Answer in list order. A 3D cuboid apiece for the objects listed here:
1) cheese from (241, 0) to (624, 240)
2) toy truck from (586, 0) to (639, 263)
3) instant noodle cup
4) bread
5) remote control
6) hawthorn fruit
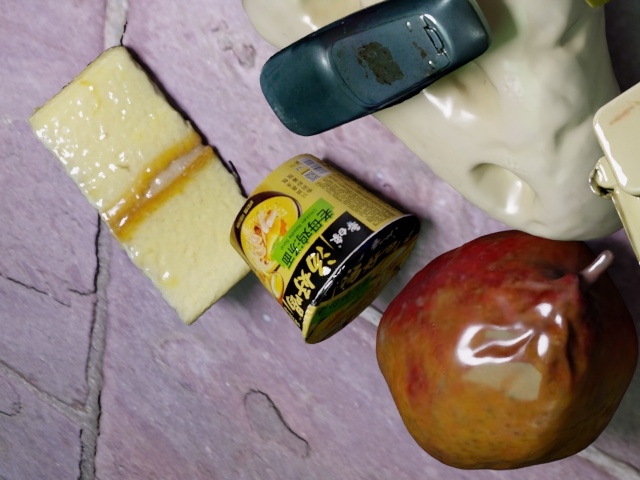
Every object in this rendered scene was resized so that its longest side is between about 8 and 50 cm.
[{"bbox_3d":[0.128,-0.179,1.018,0.351,0.129,0.328,39,143,8],"label":"cheese"},{"bbox_3d":[0.251,-0.112,0.794,0.254,0.180,0.405,-26,84,13],"label":"toy truck"},{"bbox_3d":[0.000,0.000,1.303,0.122,0.151,0.151,44,144,19],"label":"instant noodle cup"},{"bbox_3d":[-0.176,-0.050,1.437,0.178,0.142,0.266,-33,102,36],"label":"bread"},{"bbox_3d":[0.033,-0.126,1.018,0.222,0.042,0.072,-17,109,52],"label":"remote control"},{"bbox_3d":[0.162,0.073,1.160,0.208,0.208,0.248,40,147,6],"label":"hawthorn fruit"}]
